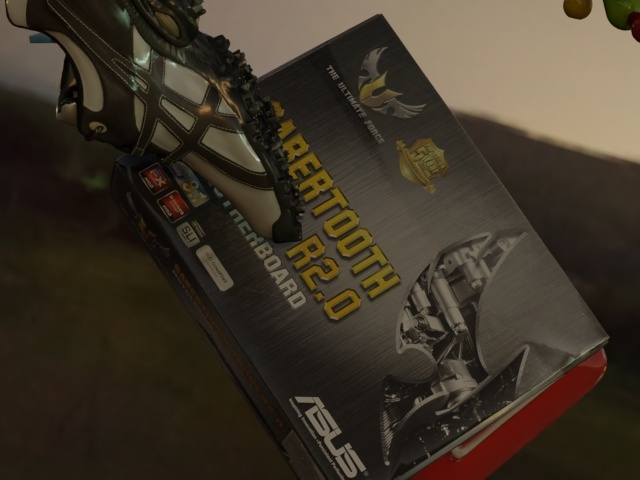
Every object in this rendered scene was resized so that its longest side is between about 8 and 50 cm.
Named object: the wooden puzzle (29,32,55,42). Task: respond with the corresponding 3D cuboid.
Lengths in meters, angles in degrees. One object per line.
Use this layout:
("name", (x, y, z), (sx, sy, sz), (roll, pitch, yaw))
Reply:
("wooden puzzle", (-0.151, -0.162, 1.294), (0.078, 0.014, 0.116), (5, 26, 17))

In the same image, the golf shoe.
("golf shoe", (-0.079, -0.069, 0.911), (0.198, 0.094, 0.077), (58, 7, -26))

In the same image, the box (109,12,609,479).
("box", (0.020, 0.014, 1.022), (0.231, 0.183, 0.056), (57, -19, 9))

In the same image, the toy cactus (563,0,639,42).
("toy cactus", (0.154, -0.236, 1.268), (0.219, 0.112, 0.180), (43, 15, -17))

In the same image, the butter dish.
("butter dish", (0.080, 0.065, 1.217), (0.160, 0.160, 0.118), (56, -13, -12))
